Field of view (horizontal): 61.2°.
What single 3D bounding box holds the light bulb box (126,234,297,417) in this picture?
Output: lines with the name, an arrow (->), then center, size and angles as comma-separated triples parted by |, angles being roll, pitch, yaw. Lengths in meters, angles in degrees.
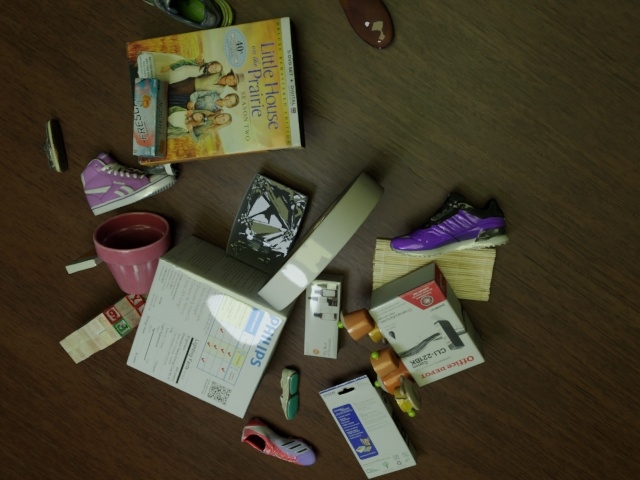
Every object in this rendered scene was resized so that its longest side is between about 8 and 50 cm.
light bulb box -> -0.289, 0.233, 1.514 | 0.361, 0.225, 0.357 | 24, 111, 2

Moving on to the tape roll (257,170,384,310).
tape roll -> 0.000, 0.000, 1.290 | 0.072, 0.392, 0.392 | 40, 111, -3

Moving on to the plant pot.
plant pot -> -0.518, 0.044, 1.529 | 0.201, 0.201, 0.180 | 8, 125, 9

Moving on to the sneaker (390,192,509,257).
sneaker -> 0.315, -0.044, 1.362 | 0.293, 0.102, 0.146 | -8, 96, 3

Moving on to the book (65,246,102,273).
book -> -0.652, 0.048, 1.571 | 0.096, 0.144, 0.035 | -14, 105, 16

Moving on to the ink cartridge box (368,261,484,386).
ink cartridge box -> 0.283, 0.227, 1.439 | 0.197, 0.114, 0.273 | -29, 106, 21

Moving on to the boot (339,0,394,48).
boot -> 0.068, -0.533, 1.152 | 0.096, 0.280, 0.264 | -21, 103, 18

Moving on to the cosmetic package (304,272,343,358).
cosmetic package -> 0.008, 0.213, 1.533 | 0.099, 0.060, 0.239 | 5, 109, 11

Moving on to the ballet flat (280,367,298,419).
ballet flat -> -0.097, 0.464, 1.652 | 0.052, 0.057, 0.168 | 17, 110, 36

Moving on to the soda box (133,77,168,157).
soda box -> -0.405, -0.290, 1.294 | 0.058, 0.063, 0.183 | 4, 95, 10

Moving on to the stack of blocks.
stack of blocks -> -0.627, 0.248, 1.617 | 0.297, 0.171, 0.087 | -29, 100, 37

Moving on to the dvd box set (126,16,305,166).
dvd box set -> -0.256, -0.354, 1.323 | 0.421, 0.062, 0.307 | -4, 94, 11

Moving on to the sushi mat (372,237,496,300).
sushi mat -> 0.297, 0.079, 1.450 | 0.317, 0.019, 0.151 | 4, 110, 10

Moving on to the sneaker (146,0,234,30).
sneaker -> -0.360, -0.597, 1.306 | 0.300, 0.121, 0.111 | 26, 111, 3

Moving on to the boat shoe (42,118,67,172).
boat shoe -> -0.762, -0.267, 1.537 | 0.049, 0.056, 0.152 | 0, 108, 6

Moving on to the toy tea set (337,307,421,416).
toy tea set -> 0.149, 0.318, 1.469 | 0.124, 0.200, 0.336 | -30, 97, 18

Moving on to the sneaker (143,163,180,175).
sneaker -> -0.446, -0.281, 1.431 | 0.106, 0.078, 0.234 | -9, 94, 3

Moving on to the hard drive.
hard drive -> -0.144, -0.045, 1.482 | 0.172, 0.054, 0.254 | 25, 111, 3

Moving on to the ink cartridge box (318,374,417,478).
ink cartridge box -> 0.144, 0.543, 1.614 | 0.165, 0.065, 0.332 | -24, 103, 18

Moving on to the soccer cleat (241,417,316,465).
soccer cleat -> -0.132, 0.646, 1.689 | 0.248, 0.095, 0.083 | 29, 111, 2

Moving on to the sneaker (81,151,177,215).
sneaker -> -0.544, -0.180, 1.499 | 0.282, 0.102, 0.161 | -15, 100, 16
